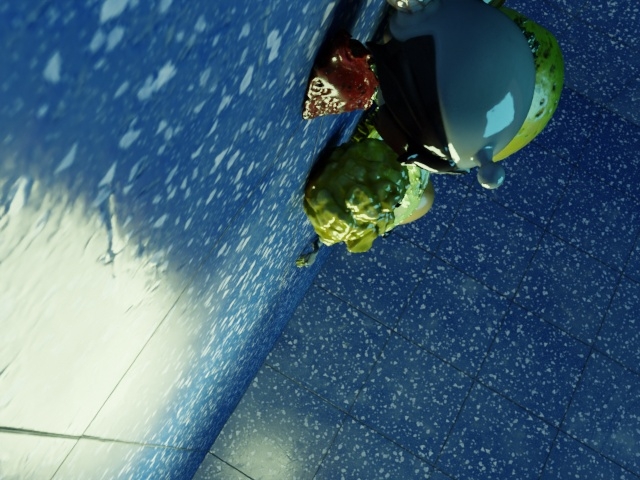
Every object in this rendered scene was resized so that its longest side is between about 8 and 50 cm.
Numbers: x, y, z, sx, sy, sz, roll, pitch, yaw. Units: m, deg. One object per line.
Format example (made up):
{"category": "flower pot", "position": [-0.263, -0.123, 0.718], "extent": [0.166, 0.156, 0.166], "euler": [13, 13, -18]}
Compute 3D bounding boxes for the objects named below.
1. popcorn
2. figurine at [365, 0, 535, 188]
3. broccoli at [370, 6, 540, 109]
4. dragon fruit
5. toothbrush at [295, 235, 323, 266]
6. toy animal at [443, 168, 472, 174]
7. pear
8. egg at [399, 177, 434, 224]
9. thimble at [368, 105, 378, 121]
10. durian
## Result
{"category": "popcorn", "position": [0.066, -0.081, 1.086], "extent": [0.218, 0.170, 0.189], "euler": [-47, 167, -44]}
{"category": "figurine", "position": [0.153, -0.235, 0.667], "extent": [0.281, 0.168, 0.369], "euler": [33, 64, -63]}
{"category": "broccoli", "position": [0.211, -0.340, 0.930], "extent": [0.252, 0.222, 0.361], "euler": [136, -25, -79]}
{"category": "dragon fruit", "position": [0.034, -0.184, 0.680], "extent": [0.097, 0.063, 0.131], "euler": [-58, 176, -26]}
{"category": "toothbrush", "position": [0.000, 0.000, 1.855], "extent": [0.413, 0.042, 0.035], "euler": [-52, 135, -67]}
{"category": "toy animal", "position": [0.322, -0.343, 1.704], "extent": [0.251, 0.251, 0.309], "euler": [-35, 128, -81]}
{"category": "pear", "position": [0.360, -0.350, 1.415], "extent": [0.390, 0.391, 0.391], "euler": [-59, 176, -7]}
{"category": "egg", "position": [0.172, -0.137, 1.555], "extent": [0.201, 0.245, 0.200], "euler": [-161, -90, -89]}
{"category": "thimble", "position": [0.152, -0.256, 1.439], "extent": [0.102, 0.090, 0.115], "euler": [-62, 177, 22]}
{"category": "durian", "position": [0.156, -0.176, 1.315], "extent": [0.394, 0.198, 0.163], "euler": [-64, 173, 33]}
